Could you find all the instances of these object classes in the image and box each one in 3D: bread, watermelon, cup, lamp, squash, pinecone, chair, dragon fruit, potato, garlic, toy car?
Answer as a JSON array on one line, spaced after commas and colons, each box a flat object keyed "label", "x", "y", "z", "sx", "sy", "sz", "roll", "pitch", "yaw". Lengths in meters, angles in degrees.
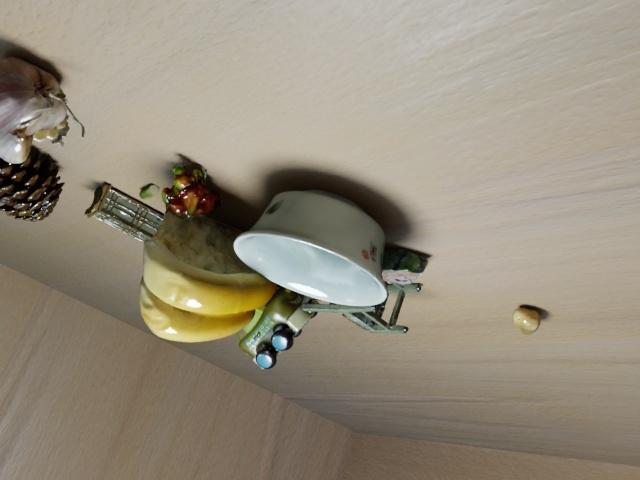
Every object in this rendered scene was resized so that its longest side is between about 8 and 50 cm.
[{"label": "bread", "x": -0.287, "y": 0.082, "z": 1.964, "sx": 0.329, "sy": 0.245, "sz": 0.424, "roll": 42, "pitch": -161, "yaw": 2}, {"label": "watermelon", "x": 0.173, "y": 0.063, "z": 1.927, "sx": 0.187, "sy": 0.071, "sz": 0.139, "roll": -2, "pitch": 158, "yaw": 28}, {"label": "cup", "x": 0.000, "y": 0.000, "z": 1.779, "sx": 0.347, "sy": 0.163, "sz": 0.347, "roll": 16, "pitch": 159, "yaw": 7}, {"label": "lamp", "x": -0.465, "y": -0.037, "z": 2.213, "sx": 0.325, "sy": 0.089, "sz": 0.090, "roll": 29, "pitch": 158, "yaw": -24}, {"label": "squash", "x": -0.435, "y": -0.120, "z": 2.063, "sx": 0.027, "sy": 0.027, "sz": 0.083, "roll": 30, "pitch": 156, "yaw": -26}, {"label": "pinecone", "x": -0.761, "y": -0.145, "z": 2.080, "sx": 0.204, "sy": 0.179, "sz": 0.184, "roll": 37, "pitch": 115, "yaw": -26}, {"label": "chair", "x": 0.103, "y": 0.149, "z": 2.094, "sx": 0.147, "sy": 0.136, "sz": 0.270, "roll": 36, "pitch": 153, "yaw": -33}, {"label": "dragon fruit", "x": -0.293, "y": -0.106, "z": 1.865, "sx": 0.138, "sy": 0.142, "sz": 0.175, "roll": -11, "pitch": 140, "yaw": -17}, {"label": "potato", "x": 0.495, "y": 0.194, "z": 1.964, "sx": 0.068, "sy": 0.062, "sz": 0.083, "roll": 40, "pitch": 150, "yaw": 39}, {"label": "garlic", "x": -0.553, "y": -0.251, "z": 1.655, "sx": 0.256, "sy": 0.207, "sz": 0.207, "roll": 17, "pitch": 159, "yaw": 10}, {"label": "toy car", "x": -0.141, "y": 0.209, "z": 2.233, "sx": 0.198, "sy": 0.204, "sz": 0.248, "roll": 42, "pitch": 123, "yaw": 2}]

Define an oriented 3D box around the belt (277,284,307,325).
[{"label": "belt", "x": -0.183, "y": 0.165, "z": 2.421, "sx": 0.324, "sy": 0.122, "sz": 0.260, "roll": 19, "pitch": 154, "yaw": -2}]
